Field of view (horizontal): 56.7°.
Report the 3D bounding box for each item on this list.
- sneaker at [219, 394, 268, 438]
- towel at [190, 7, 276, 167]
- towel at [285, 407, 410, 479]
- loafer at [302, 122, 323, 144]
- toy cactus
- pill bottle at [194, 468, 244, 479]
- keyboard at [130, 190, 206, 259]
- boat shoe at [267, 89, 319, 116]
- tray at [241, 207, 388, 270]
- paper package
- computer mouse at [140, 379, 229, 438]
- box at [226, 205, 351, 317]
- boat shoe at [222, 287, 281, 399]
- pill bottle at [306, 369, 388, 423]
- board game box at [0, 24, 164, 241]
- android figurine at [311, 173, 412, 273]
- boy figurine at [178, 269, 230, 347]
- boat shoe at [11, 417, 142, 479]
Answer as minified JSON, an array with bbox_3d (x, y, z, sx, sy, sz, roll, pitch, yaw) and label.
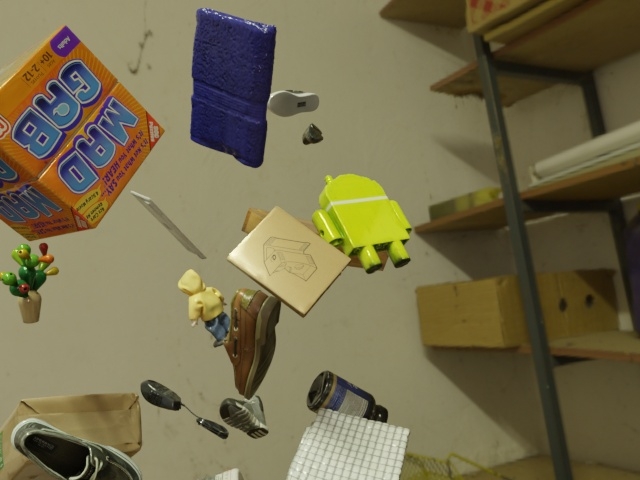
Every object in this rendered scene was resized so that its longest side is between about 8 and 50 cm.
[{"bbox_3d":[-0.247,0.526,1.881,0.086,0.132,0.229,-23,-49,13],"label":"sneaker"},{"bbox_3d":[-0.191,-0.337,1.309,0.227,0.309,0.076,26,33,29],"label":"towel"},{"bbox_3d":[0.054,0.519,1.280,0.234,0.121,0.284,9,36,14],"label":"towel"},{"bbox_3d":[-0.030,-0.328,1.900,0.061,0.062,0.170,-46,9,14],"label":"loafer"},{"bbox_3d":[-0.650,0.095,1.342,0.112,0.181,0.219,-2,10,-14],"label":"toy cactus"},{"bbox_3d":[-0.330,0.706,1.526,0.283,0.161,0.161,-14,-10,-5],"label":"pill bottle"},{"bbox_3d":[-0.357,-0.032,1.411,0.072,0.014,0.256,27,-19,35],"label":"keyboard"},{"bbox_3d":[-0.102,-0.442,1.875,0.076,0.080,0.228,24,30,35],"label":"boat shoe"},{"bbox_3d":[0.000,0.000,1.651,0.202,0.076,0.410,26,10,38],"label":"tray"},{"bbox_3d":[-0.690,0.547,1.599,0.309,0.168,0.325,9,-37,-38],"label":"paper package"},{"bbox_3d":[-0.324,0.404,1.393,0.242,0.041,0.071,31,-5,7],"label":"computer mouse"},{"bbox_3d":[-0.064,0.041,1.221,0.164,0.201,0.021,-48,-13,-27],"label":"box"},{"bbox_3d":[-0.167,0.235,1.374,0.104,0.308,0.111,21,31,12],"label":"boat shoe"},{"bbox_3d":[0.079,0.473,1.692,0.219,0.123,0.123,32,-22,-13],"label":"pill bottle"},{"bbox_3d":[-0.711,-0.258,1.536,0.356,0.356,0.356,-7,-43,40],"label":"board game box"},{"bbox_3d":[0.097,-0.050,1.378,0.248,0.273,0.056,-11,-30,-33],"label":"android figurine"},{"bbox_3d":[-0.407,0.238,2.088,0.092,0.285,0.177,-27,11,38],"label":"boy figurine"},{"bbox_3d":[-0.563,0.530,1.384,0.335,0.121,0.119,35,-16,-25],"label":"boat shoe"}]
